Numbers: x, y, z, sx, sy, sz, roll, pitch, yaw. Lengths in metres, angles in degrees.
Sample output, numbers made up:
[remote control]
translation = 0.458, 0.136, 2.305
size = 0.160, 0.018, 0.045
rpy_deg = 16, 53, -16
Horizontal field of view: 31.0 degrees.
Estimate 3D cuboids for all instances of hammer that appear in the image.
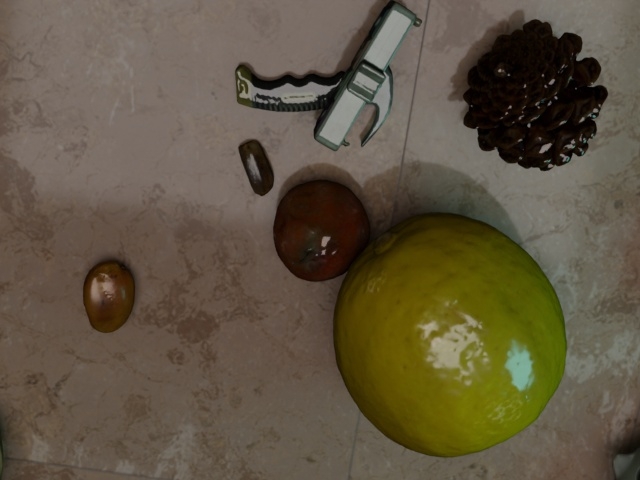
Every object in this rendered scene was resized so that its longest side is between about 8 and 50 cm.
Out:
[hammer]
translation = -0.008, -0.214, 1.655
size = 0.226, 0.041, 0.159
rpy_deg = 0, 104, -1

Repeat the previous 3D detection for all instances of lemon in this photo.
[lemon]
translation = 0.176, 0.129, 1.606
size = 0.348, 0.348, 0.348
rpy_deg = 0, 106, 0

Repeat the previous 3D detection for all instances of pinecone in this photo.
[pinecone]
translation = 0.301, -0.190, 1.592
size = 0.207, 0.208, 0.208
rpy_deg = 0, 106, 0

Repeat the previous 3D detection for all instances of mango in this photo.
[mango]
translation = -0.319, 0.086, 1.730
size = 0.080, 0.060, 0.114
rpy_deg = 8, 104, -19

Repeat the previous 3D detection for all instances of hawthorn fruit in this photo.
[hawthorn fruit]
translation = 0.003, 0.004, 1.653
size = 0.149, 0.189, 0.149
rpy_deg = -3, 136, -3

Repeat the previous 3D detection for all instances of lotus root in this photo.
[lotus root]
translation = -0.092, -0.105, 1.691
size = 0.037, 0.030, 0.083
rpy_deg = -18, 106, 4

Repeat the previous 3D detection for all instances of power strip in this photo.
[power strip]
translation = 0.064, -0.217, 1.558
size = 0.061, 0.145, 0.216
rpy_deg = 29, 103, -6

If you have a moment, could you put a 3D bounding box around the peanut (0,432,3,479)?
[peanut]
translation = -0.574, 0.286, 1.747
size = 0.152, 0.152, 0.313
rpy_deg = -24, 99, 7

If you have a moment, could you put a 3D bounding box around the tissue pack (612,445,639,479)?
[tissue pack]
translation = 0.606, 0.364, 1.720
size = 0.333, 0.229, 0.236
rpy_deg = -42, 104, 11
